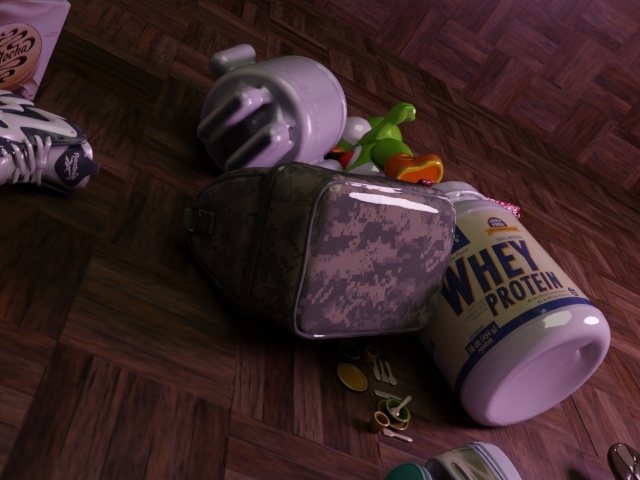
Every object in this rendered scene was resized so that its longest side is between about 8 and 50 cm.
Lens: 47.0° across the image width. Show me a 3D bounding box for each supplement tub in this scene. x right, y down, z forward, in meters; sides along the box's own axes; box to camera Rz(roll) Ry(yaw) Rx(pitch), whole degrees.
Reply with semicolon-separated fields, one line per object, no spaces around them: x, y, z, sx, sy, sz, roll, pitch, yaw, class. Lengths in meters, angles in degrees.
0.245;0.087;1.114;0.235;0.235;0.325;10;35;-40;supplement tub

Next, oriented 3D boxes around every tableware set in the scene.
0.071;0.193;0.977;0.104;0.024;0.154;22;30;-23;tableware set

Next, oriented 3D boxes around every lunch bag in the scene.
0.000;0.000;1.006;0.305;0.213;0.256;2;14;-45;lunch bag

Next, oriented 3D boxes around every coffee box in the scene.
-0.489;-0.267;0.936;0.119;0.168;0.297;40;27;12;coffee box

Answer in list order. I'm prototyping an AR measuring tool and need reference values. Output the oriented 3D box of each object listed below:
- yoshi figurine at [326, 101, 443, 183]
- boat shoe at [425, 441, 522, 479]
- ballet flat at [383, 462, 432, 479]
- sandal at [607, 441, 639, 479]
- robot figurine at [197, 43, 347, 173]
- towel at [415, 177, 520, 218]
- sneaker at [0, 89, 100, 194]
0.132;-0.163;1.454;0.203;0.203;0.362;39;7;-39;yoshi figurine
0.215;0.356;0.811;0.094;0.109;0.302;-2;33;-25;boat shoe
0.089;0.333;0.725;0.087;0.083;0.247;54;23;-16;ballet flat
0.476;0.402;1.065;0.090;0.060;0.219;-13;67;-48;sandal
-0.073;-0.212;1.281;0.300;0.199;0.353;55;27;-5;robot figurine
0.201;-0.023;1.297;0.274;0.199;0.031;10;54;-40;towel
-0.351;-0.099;0.896;0.153;0.094;0.235;17;20;-15;sneaker
